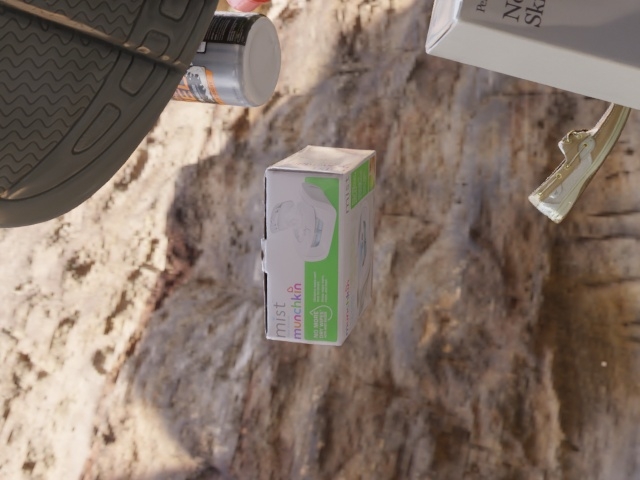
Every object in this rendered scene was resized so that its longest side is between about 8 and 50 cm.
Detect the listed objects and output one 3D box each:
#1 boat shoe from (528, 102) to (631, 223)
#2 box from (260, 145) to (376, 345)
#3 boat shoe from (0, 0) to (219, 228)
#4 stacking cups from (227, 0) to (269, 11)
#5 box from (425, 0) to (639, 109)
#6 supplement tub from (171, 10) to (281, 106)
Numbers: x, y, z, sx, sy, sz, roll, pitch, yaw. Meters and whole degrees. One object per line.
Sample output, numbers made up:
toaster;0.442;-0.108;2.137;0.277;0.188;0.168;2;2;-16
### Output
boat shoe;0.249;-0.082;0.971;0.135;0.045;0.050;-59;-8;12
box;0.000;0.000;1.562;0.231;0.127;0.261;-42;-45;-71
boat shoe;-0.093;-0.165;0.339;0.118;0.103;0.320;-6;-71;-54
stacking cups;-0.049;-0.429;1.521;0.096;0.316;0.096;4;-99;-27
box;0.225;-0.163;0.733;0.275;0.094;0.113;12;-94;-8
supplement tub;-0.156;-0.232;1.275;0.117;0.190;0.117;7;-90;-68
